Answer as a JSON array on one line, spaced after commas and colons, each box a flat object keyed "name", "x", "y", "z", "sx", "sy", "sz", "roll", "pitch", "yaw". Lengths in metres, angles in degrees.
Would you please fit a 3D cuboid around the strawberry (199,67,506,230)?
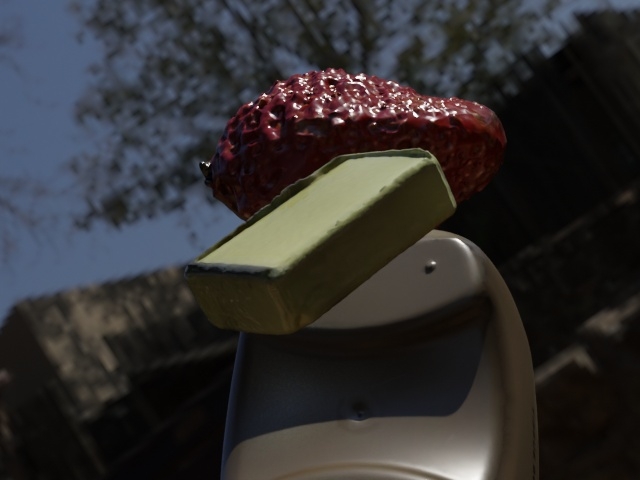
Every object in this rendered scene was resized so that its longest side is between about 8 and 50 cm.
[{"name": "strawberry", "x": 0.032, "y": -0.077, "z": 1.798, "sx": 0.258, "sy": 0.261, "sz": 0.261, "roll": -53, "pitch": -16, "yaw": 12}]

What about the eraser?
[{"name": "eraser", "x": 0.000, "y": 0.000, "z": 1.286, "sx": 0.172, "sy": 0.058, "sz": 0.117, "roll": -37, "pitch": 22, "yaw": -30}]

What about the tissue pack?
[{"name": "tissue pack", "x": 0.057, "y": 0.205, "z": 1.574, "sx": 0.267, "sy": 0.387, "sz": 0.277, "roll": -4, "pitch": -37, "yaw": 10}]
